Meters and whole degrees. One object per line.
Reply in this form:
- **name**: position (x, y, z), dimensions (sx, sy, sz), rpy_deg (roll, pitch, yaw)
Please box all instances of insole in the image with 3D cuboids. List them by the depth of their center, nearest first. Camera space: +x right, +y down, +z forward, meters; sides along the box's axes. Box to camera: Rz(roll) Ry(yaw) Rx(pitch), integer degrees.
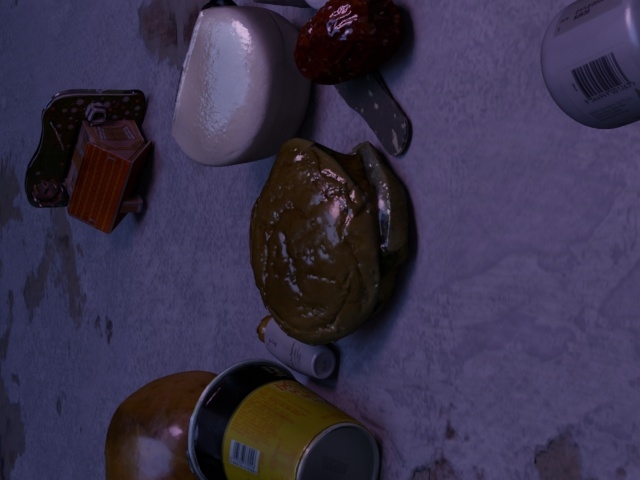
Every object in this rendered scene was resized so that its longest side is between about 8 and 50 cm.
- **insole**: position (0.065, -0.204, 1.818), dimensions (0.248, 0.011, 0.081), rpy_deg (58, 140, 43)

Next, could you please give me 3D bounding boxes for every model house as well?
- **model house**: position (-0.436, -0.131, 2.516), dimensions (0.154, 0.207, 0.294), rpy_deg (59, 140, 36)

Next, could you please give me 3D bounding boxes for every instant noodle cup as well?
- **instant noodle cup**: position (-0.045, 0.297, 1.861), dimensions (0.236, 0.215, 0.216), rpy_deg (17, 106, 52)

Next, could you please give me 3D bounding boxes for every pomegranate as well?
- **pomegranate**: position (-0.204, 0.349, 2.069), dimensions (0.307, 0.307, 0.307), rpy_deg (4, 95, 60)

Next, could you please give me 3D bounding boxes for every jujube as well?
- **jujube**: position (0.033, -0.268, 1.758), dimensions (0.176, 0.112, 0.109), rpy_deg (-28, 24, 51)

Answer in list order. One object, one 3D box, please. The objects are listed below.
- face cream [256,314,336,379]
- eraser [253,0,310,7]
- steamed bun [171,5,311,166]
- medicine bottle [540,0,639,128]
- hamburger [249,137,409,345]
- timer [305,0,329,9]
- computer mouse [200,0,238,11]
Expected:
- **face cream**: position (-0.037, 0.159, 1.973), dimensions (0.182, 0.051, 0.072), rpy_deg (27, 119, 58)
- **eraser**: position (-0.072, -0.517, 1.948), dimensions (0.077, 0.111, 0.352), rpy_deg (-41, 56, 51)
- **steamed bun**: position (-0.111, -0.224, 1.957), dimensions (0.164, 0.146, 0.242), rpy_deg (28, 114, 25)
- **medicine bottle**: position (0.321, -0.192, 1.239), dimensions (0.215, 0.135, 0.135), rpy_deg (-19, 74, 59)
- **hamburger**: position (0.000, -0.002, 1.820), dimensions (0.265, 0.134, 0.285), rpy_deg (61, 143, 42)
- **timer**: position (0.043, -0.448, 1.770), dimensions (0.262, 0.087, 0.237), rpy_deg (-30, 66, 57)
- **computer mouse**: position (-0.142, -0.282, 2.114), dimensions (0.146, 0.077, 0.242), rpy_deg (-2, 92, 61)
